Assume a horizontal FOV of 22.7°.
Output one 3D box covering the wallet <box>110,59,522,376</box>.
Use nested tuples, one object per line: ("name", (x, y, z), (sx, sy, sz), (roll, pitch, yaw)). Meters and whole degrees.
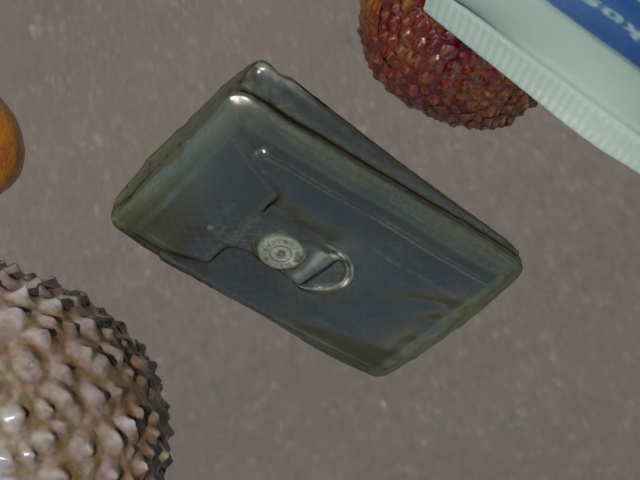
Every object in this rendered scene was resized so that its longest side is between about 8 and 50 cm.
("wallet", (0.000, 0.000, 1.067), (0.245, 0.052, 0.168), (33, 125, -21))

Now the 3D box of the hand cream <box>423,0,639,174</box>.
("hand cream", (0.091, -0.094, 0.335), (0.109, 0.320, 0.067), (37, 73, 8))

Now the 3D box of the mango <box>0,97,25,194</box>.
("mango", (-0.327, -0.104, 1.287), (0.102, 0.141, 0.217), (-16, 142, 36))

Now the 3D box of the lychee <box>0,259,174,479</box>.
("lychee", (-0.251, 0.145, 1.116), (0.300, 0.300, 0.300), (-4, 119, -7))

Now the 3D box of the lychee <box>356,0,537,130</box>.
("lychee", (0.127, -0.200, 1.394), (0.188, 0.188, 0.188), (-4, 119, -7))
